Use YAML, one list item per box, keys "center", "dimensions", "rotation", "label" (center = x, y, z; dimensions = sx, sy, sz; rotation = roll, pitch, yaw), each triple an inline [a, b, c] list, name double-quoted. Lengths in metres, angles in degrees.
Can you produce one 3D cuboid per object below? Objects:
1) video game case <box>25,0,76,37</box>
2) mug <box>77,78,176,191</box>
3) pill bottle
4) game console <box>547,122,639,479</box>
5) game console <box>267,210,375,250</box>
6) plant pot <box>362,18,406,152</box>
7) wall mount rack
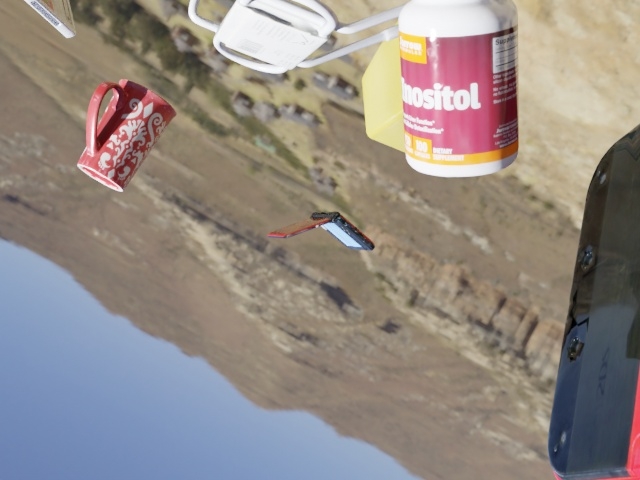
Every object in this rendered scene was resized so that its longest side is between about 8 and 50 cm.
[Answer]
- center: [-0.484, -0.469, 1.594]
  dimensions: [0.183, 0.023, 0.201]
  rotation: [45, -152, -71]
  label: "video game case"
- center: [-0.355, -0.189, 1.633]
  dimensions: [0.150, 0.169, 0.113]
  rotation: [34, 168, -28]
  label: "mug"
- center: [0.100, -0.129, 0.683]
  dimensions: [0.086, 0.152, 0.086]
  rotation: [-5, -158, 2]
  label: "pill bottle"
- center: [0.319, 0.032, 0.831]
  dimensions: [0.060, 0.386, 0.342]
  rotation: [18, 159, -9]
  label: "game console"
- center: [0.000, 0.000, 1.485]
  dimensions: [0.124, 0.085, 0.144]
  rotation: [40, 172, -13]
  label: "game console"
- center: [0.193, -0.273, 1.754]
  dimensions: [0.212, 0.212, 0.187]
  rotation: [17, 147, -35]
  label: "plant pot"
- center: [-0.004, -0.295, 1.206]
  dimensions: [0.304, 0.130, 0.350]
  rotation: [18, 175, -15]
  label: "wall mount rack"
